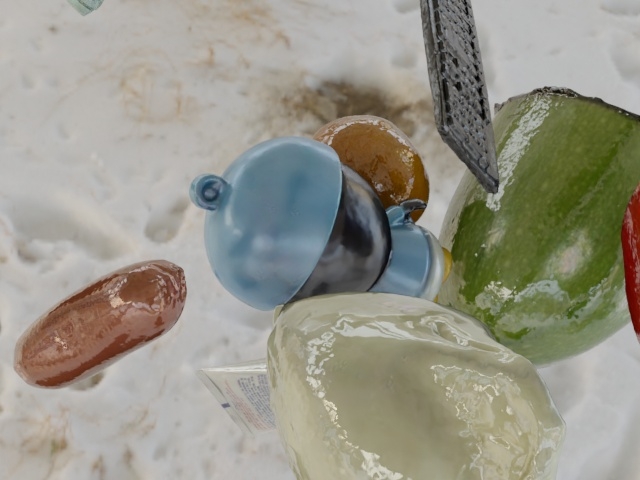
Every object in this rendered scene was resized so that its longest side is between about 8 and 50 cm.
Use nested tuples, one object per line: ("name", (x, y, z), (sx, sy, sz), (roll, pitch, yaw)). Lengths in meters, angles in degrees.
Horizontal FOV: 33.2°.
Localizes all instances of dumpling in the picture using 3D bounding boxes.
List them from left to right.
("dumpling", (0.030, 0.118, 0.594), (0.132, 0.179, 0.252), (-7, 12, -36))

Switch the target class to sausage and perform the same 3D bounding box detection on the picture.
("sausage", (-0.187, 0.071, 0.897), (0.077, 0.194, 0.077), (35, 39, -34))

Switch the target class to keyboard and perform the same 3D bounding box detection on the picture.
("keyboard", (0.093, -0.148, 0.756), (0.087, 0.017, 0.250), (41, 35, -42))

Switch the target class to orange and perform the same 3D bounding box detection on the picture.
("orange", (0.054, -0.072, 1.236), (0.156, 0.156, 0.124), (32, 64, 16))

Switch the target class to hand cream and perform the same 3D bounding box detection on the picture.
("hand cream", (-0.042, 0.200, 1.425), (0.133, 0.248, 0.083), (58, 38, -21))

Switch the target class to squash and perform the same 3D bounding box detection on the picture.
("squash", (0.279, 0.027, 1.278), (0.310, 0.310, 0.308), (27, 78, 11))

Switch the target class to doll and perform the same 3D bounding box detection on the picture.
("doll", (0.000, 0.000, 1.090), (0.314, 0.177, 0.141), (25, -3, -35))

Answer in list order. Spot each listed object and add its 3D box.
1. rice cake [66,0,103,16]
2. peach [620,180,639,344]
("rice cake", (-0.187, -0.247, 0.912), (0.033, 0.029, 0.170), (42, 33, -29))
("peach", (0.417, 0.028, 0.894), (0.243, 0.306, 0.380), (-24, 79, -25))
